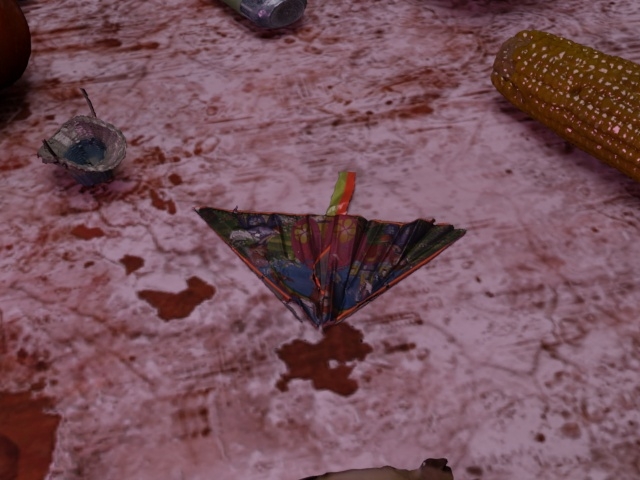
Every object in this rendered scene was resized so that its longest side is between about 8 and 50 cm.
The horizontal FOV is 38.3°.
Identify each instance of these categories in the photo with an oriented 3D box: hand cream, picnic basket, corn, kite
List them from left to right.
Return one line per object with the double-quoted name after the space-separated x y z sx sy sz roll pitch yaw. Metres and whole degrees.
-0.212 -0.083 0.811 0.083 0.083 0.065 19 56 21 "picnic basket"
-0.083 -0.286 1.024 0.095 0.046 0.175 -28 47 -22 "hand cream"
0.000 0.000 0.779 0.241 0.014 0.183 7 47 9 "kite"
0.268 -0.114 0.827 0.097 0.097 0.261 -36 55 -28 "corn"

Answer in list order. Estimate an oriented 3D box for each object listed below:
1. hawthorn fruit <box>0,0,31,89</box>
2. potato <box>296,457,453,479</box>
-0.368 -0.210 0.856 0.169 0.188 0.169 -15 34 11 "hawthorn fruit"
0.018 0.273 0.408 0.229 0.229 0.266 -18 54 -15 "potato"
